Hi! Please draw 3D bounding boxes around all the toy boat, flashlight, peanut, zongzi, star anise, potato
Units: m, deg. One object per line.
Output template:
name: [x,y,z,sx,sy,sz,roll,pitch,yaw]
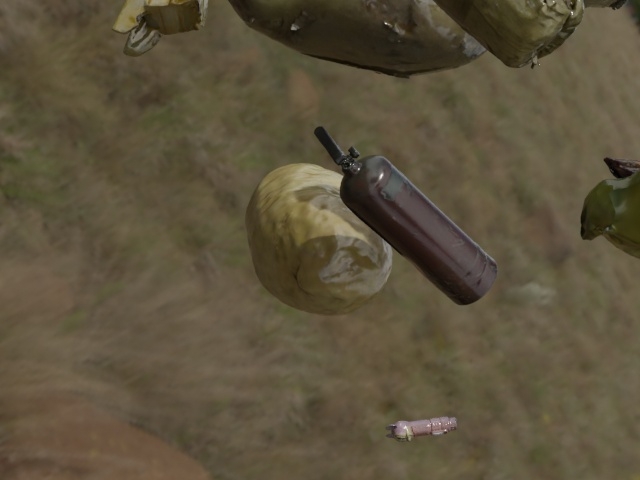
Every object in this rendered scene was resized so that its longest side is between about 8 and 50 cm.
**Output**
toy boat: [-0.153,-0.340,1.395,0.089,0.115,0.310,79,23,-77]
flashlight: [0.154,0.289,2.064,0.052,0.110,0.031,84,-1,-60]
peanut: [0.000,0.000,1.795,0.387,0.192,0.169,-116,-151,-73]
zongzi: [0.110,-0.185,0.783,0.160,0.078,0.176,52,42,5]
star anise: [0.440,-0.064,1.799,0.157,0.053,0.212,21,-7,30]
potato: [0.036,-0.231,1.229,0.262,0.165,0.165,25,20,0]

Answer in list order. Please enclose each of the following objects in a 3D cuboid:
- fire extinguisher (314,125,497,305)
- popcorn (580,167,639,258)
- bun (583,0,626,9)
fire extinguisher: [0.092,-0.031,1.552,0.267,0.072,0.089,41,14,-28]
popcorn: [0.370,-0.005,0.895,0.274,0.335,0.279,75,-3,-45]
bun: [0.287,-0.323,1.393,0.166,0.173,0.113,31,6,9]
